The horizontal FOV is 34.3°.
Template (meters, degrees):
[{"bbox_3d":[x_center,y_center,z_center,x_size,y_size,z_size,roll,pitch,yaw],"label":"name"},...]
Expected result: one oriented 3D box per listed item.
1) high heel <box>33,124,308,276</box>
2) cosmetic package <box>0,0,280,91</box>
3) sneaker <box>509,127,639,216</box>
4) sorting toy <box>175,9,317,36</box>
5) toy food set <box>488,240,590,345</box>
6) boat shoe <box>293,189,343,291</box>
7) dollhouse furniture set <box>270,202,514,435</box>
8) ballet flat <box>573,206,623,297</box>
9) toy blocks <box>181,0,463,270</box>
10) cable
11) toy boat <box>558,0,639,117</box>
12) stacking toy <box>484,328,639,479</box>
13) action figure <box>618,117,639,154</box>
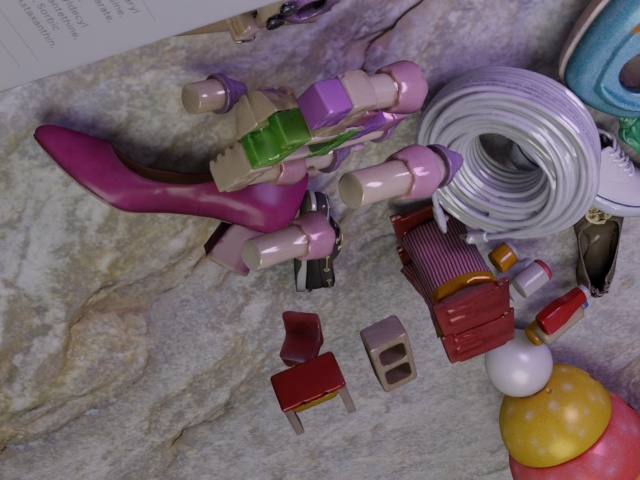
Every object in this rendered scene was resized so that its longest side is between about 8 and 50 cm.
[{"bbox_3d":[-0.205,-0.108,1.470,0.377,0.127,0.181,30,100,-26],"label":"high heel"},{"bbox_3d":[-0.202,-0.397,0.944,0.393,0.329,0.327,-15,136,13],"label":"cosmetic package"},{"bbox_3d":[0.400,-0.106,1.485,0.258,0.094,0.091,15,140,-18],"label":"sneaker"},{"bbox_3d":[-0.107,-0.335,1.245,0.192,0.038,0.208,-5,143,2],"label":"sorting toy"},{"bbox_3d":[0.369,0.080,1.695,0.104,0.111,0.232,-38,124,-8],"label":"toy food set"},{"bbox_3d":[0.000,0.000,1.595,0.068,0.081,0.228,-1,145,-7],"label":"boat shoe"},{"bbox_3d":[0.085,0.105,1.556,0.374,0.201,0.152,-23,138,-3],"label":"dollhouse furniture set"},{"bbox_3d":[0.439,0.009,1.644,0.084,0.058,0.250,-7,138,3],"label":"ballet flat"},{"bbox_3d":[0.021,-0.160,1.323,0.260,0.309,0.288,-18,172,-40],"label":"toy blocks"},{"bbox_3d":[0.254,-0.113,1.402,0.257,0.089,0.257,2,131,34],"label":"cable"},{"bbox_3d":[0.479,-0.235,1.306,0.318,0.148,0.267,15,135,-19],"label":"toy boat"},{"bbox_3d":[0.446,0.345,1.889,0.350,0.351,0.480,-24,119,22],"label":"stacking toy"},{"bbox_3d":[0.497,-0.145,1.471,0.232,0.064,0.137,22,134,-31],"label":"action figure"}]
